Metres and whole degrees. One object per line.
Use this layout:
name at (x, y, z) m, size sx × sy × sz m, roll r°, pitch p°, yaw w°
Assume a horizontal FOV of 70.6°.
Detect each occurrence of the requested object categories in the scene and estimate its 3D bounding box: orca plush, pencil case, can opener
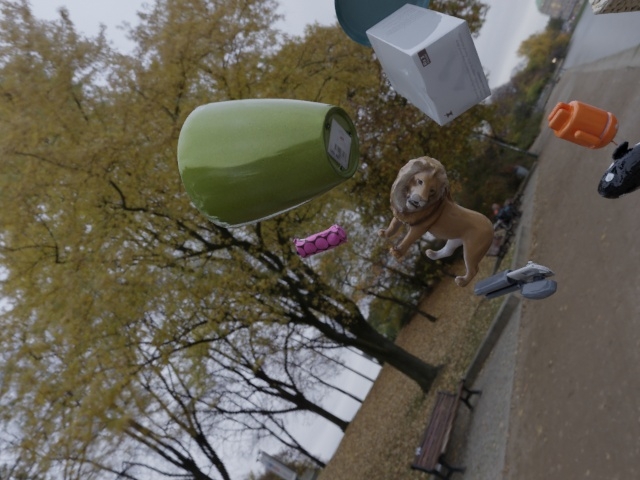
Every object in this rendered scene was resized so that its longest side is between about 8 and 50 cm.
orca plush at (0.851, -0.195, 1.128) m, size 0.151 × 0.287 × 0.102 m, roll 62°, pitch -163°, yaw -13°
pencil case at (0.000, 0.000, 1.835) m, size 0.098 × 0.209 × 0.095 m, roll 59°, pitch -162°, yaw -27°
can opener at (0.524, 0.123, 1.244) m, size 0.280 × 0.074 × 0.093 m, roll 136°, pitch 153°, yaw -69°

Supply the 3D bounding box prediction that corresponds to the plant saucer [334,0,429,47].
plant saucer at (0.192, -0.772, 1.413) m, size 0.043 × 0.318 × 0.317 m, roll -107°, pitch 18°, yaw -44°

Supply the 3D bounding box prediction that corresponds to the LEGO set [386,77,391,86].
LEGO set at (0.284, -0.622, 1.794) m, size 0.023 × 0.083 × 0.054 m, roll -40°, pitch -18°, yaw -18°

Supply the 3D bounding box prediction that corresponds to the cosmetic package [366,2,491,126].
cosmetic package at (0.283, -0.496, 1.247) m, size 0.156 × 0.385 × 0.217 m, roll -33°, pitch -54°, yaw 6°

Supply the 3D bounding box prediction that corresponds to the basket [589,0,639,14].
basket at (1.024, -0.951, 1.418) m, size 0.331 × 0.267 × 0.328 m, roll 103°, pitch 156°, yaw -74°

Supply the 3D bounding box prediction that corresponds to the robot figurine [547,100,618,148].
robot figurine at (0.863, -0.377, 1.476) m, size 0.158 × 0.220 × 0.128 m, roll -61°, pitch -8°, yaw -79°

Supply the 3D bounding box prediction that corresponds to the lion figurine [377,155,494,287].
lion figurine at (0.302, -0.042, 1.088) m, size 0.392 × 0.142 × 0.240 m, roll 19°, pitch -59°, yaw -31°

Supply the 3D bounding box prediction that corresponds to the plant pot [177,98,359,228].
plant pot at (-0.080, -0.170, 0.914) m, size 0.275 × 0.294 × 0.274 m, roll 8°, pitch -100°, yaw -57°
